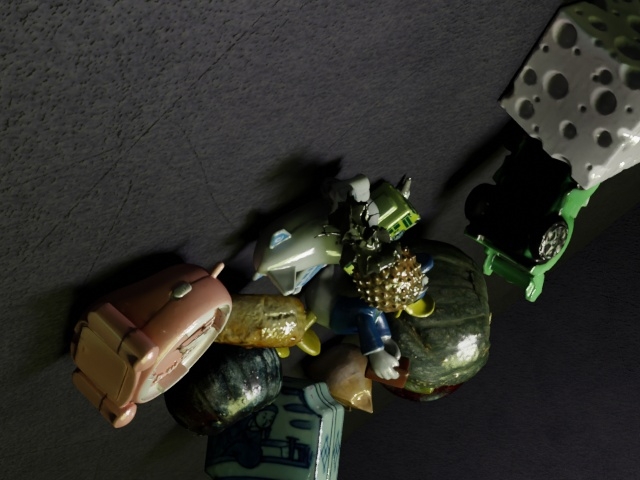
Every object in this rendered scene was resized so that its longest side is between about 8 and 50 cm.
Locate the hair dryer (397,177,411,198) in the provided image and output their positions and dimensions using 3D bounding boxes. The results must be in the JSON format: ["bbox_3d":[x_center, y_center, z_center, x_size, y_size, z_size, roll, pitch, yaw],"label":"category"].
[{"bbox_3d":[0.131,-0.056,1.741,0.155,0.044,0.183,-32,155,-23],"label":"hair dryer"}]

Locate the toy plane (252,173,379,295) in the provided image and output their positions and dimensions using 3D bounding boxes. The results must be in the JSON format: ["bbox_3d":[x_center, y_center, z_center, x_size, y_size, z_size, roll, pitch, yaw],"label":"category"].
[{"bbox_3d":[-0.003,-0.004,1.481,0.267,0.122,0.267,-37,162,-14],"label":"toy plane"}]

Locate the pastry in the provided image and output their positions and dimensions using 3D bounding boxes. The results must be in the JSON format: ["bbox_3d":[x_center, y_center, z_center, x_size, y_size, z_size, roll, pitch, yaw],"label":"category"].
[{"bbox_3d":[-0.119,0.136,1.519,0.182,0.093,0.192,2,175,10],"label":"pastry"}]

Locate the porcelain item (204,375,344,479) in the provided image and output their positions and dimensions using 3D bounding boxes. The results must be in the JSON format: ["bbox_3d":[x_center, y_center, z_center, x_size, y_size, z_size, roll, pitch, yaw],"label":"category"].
[{"bbox_3d":[-0.103,0.440,1.975,0.157,0.282,0.285,12,85,-70],"label":"porcelain item"}]

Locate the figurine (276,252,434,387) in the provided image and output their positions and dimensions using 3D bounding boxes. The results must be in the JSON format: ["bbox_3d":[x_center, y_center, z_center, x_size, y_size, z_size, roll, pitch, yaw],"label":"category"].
[{"bbox_3d":[0.097,0.152,1.749,0.338,0.283,0.204,-42,168,18],"label":"figurine"}]

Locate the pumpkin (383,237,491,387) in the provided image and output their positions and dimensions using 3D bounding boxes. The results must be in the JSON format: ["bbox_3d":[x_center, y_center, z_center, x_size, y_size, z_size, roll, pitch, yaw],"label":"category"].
[{"bbox_3d":[0.243,0.165,1.961,0.258,0.327,0.291,1,155,2],"label":"pumpkin"}]

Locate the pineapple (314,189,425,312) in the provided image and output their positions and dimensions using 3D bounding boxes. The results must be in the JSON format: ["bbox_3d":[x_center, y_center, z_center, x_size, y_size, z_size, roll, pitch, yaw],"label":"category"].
[{"bbox_3d":[0.081,0.015,1.410,0.125,0.125,0.251,-39,139,0],"label":"pineapple"}]

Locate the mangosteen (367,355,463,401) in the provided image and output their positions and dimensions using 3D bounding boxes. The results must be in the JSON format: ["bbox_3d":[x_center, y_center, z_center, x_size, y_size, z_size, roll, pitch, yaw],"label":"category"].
[{"bbox_3d":[0.249,0.259,2.266,0.311,0.311,0.311,-34,160,-14],"label":"mangosteen"}]

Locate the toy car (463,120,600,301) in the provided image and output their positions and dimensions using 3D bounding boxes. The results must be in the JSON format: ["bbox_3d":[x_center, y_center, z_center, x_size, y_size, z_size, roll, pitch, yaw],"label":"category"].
[{"bbox_3d":[0.440,-0.074,1.842,0.176,0.213,0.358,24,96,-48],"label":"toy car"}]

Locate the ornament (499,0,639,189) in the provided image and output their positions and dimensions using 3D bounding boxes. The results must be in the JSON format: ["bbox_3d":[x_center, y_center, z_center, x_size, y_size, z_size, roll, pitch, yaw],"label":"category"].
[{"bbox_3d":[0.526,-0.282,1.642,0.239,0.239,0.239,-25,156,-36],"label":"ornament"}]

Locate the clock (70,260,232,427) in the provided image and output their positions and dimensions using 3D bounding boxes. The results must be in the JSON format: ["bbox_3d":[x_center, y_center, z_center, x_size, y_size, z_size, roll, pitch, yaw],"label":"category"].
[{"bbox_3d":[-0.241,0.124,1.332,0.241,0.142,0.227,-36,164,-39],"label":"clock"}]

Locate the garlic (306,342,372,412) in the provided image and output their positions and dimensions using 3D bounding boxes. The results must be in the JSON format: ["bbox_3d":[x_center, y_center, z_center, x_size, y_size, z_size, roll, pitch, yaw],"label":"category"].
[{"bbox_3d":[0.039,0.379,2.320,0.151,0.196,0.338,-17,166,-18],"label":"garlic"}]

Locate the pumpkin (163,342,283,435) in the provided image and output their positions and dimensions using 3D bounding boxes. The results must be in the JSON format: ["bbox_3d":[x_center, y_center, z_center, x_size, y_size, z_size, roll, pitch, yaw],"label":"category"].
[{"bbox_3d":[-0.182,0.260,1.662,0.233,0.163,0.233,-26,172,-4],"label":"pumpkin"}]

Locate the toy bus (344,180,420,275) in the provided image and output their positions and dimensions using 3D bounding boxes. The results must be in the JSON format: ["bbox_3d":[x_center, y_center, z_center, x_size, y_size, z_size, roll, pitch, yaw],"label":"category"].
[{"bbox_3d":[0.090,-0.024,1.651,0.175,0.088,0.101,-39,158,4],"label":"toy bus"}]
